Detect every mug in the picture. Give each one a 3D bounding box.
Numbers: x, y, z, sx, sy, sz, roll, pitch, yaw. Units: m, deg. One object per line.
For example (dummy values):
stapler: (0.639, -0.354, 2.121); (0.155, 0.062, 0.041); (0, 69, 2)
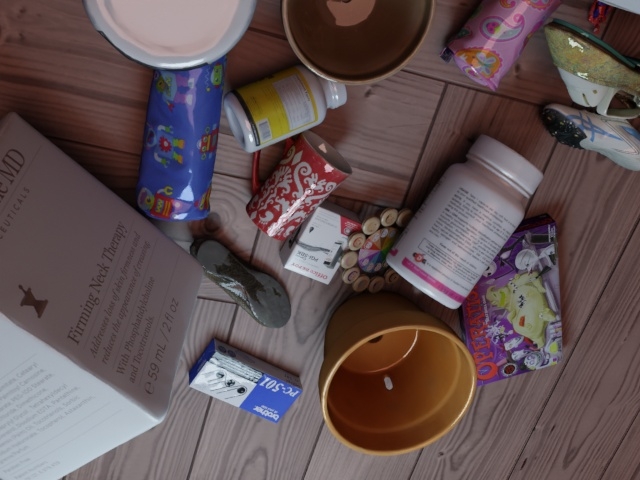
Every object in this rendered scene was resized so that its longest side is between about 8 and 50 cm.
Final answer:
mug: (-0.052, -0.103, 1.308); (0.169, 0.150, 0.113); (-49, 153, 18)

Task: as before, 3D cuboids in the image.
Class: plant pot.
plant pot: (0.049, -0.369, 1.172); (0.237, 0.110, 0.238); (-6, 118, -11)
plant pot: (0.124, 0.228, 1.443); (0.290, 0.203, 0.291); (-5, 119, -10)

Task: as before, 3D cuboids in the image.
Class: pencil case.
pencil case: (0.318, -0.382, 1.223); (0.124, 0.124, 0.284); (31, 107, -24)
pencil case: (-0.225, -0.178, 1.208); (0.133, 0.119, 0.306); (21, 117, 19)

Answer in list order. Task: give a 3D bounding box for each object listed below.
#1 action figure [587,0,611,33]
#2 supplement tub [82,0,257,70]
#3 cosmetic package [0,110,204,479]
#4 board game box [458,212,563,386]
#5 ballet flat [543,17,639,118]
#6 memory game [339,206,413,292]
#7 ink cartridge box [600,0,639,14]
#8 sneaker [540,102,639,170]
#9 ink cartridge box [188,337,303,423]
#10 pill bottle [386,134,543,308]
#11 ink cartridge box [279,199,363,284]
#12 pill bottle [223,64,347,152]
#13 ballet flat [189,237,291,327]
action figure: (0.480, -0.410, 1.294); (0.038, 0.030, 0.115); (-5, 120, -15)
supplement tub: (-0.199, -0.358, 0.992); (0.207, 0.338, 0.207); (-5, 118, -10)
cosmetic package: (-0.447, 0.104, 1.138); (0.327, 0.330, 0.393); (-31, 122, 27)
board game box: (0.382, 0.129, 1.540); (0.208, 0.056, 0.347); (-14, 119, 0)
ballet flat: (0.482, -0.269, 1.276); (0.348, 0.123, 0.123); (7, 117, -38)
memory game: (0.116, 0.020, 1.408); (0.186, 0.012, 0.186); (-19, 130, -24)
ink cartridge box: (0.469, -0.489, 1.147); (0.385, 0.091, 0.308); (31, 71, -39)
sneaker: (0.505, -0.203, 1.384); (0.237, 0.085, 0.086); (20, 83, -17)
ink cartridge box: (-0.146, 0.279, 1.500); (0.207, 0.046, 0.097); (29, 108, -24)
pill bottle: (0.258, -0.035, 1.351); (0.160, 0.160, 0.283); (31, 98, -25)
ink cartridge box: (0.000, 0.000, 1.382); (0.099, 0.056, 0.135); (21, 110, -22)
pill bottle: (-0.055, -0.220, 1.222); (0.184, 0.103, 0.103); (-25, 120, -14)
ballet flat: (-0.148, 0.079, 1.396); (0.250, 0.058, 0.084); (41, 67, -32)
